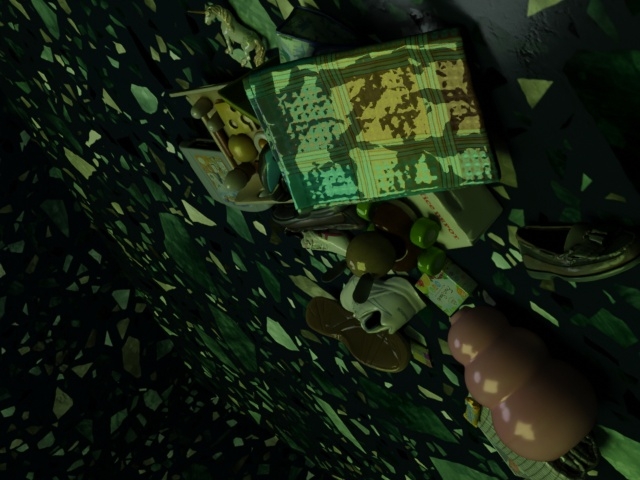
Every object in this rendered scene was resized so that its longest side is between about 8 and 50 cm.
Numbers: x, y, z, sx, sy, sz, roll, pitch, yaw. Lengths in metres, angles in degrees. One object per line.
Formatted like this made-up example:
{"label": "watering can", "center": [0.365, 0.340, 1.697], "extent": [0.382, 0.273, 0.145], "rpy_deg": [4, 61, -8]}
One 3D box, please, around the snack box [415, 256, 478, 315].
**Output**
{"label": "snack box", "center": [0.259, 0.092, 1.904], "extent": [0.100, 0.037, 0.141], "rpy_deg": [41, 157, 9]}

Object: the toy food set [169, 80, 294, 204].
{"label": "toy food set", "center": [-0.183, -0.210, 2.023], "extent": [0.219, 0.092, 0.306], "rpy_deg": [0, 130, 44]}

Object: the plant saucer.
{"label": "plant saucer", "center": [-0.056, -0.249, 1.661], "extent": [0.188, 0.188, 0.045], "rpy_deg": [35, 145, 24]}

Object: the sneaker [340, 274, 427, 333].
{"label": "sneaker", "center": [0.117, 0.148, 2.129], "extent": [0.111, 0.129, 0.297], "rpy_deg": [50, 159, -16]}

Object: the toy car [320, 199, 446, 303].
{"label": "toy car", "center": [0.098, 0.032, 1.612], "extent": [0.155, 0.188, 0.149], "rpy_deg": [28, 153, 37]}

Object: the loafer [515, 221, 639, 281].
{"label": "loafer", "center": [0.397, 0.010, 1.455], "extent": [0.084, 0.096, 0.267], "rpy_deg": [56, 158, -10]}

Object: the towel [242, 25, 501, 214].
{"label": "towel", "center": [0.079, -0.181, 1.473], "extent": [0.370, 0.040, 0.271], "rpy_deg": [-7, 122, 25]}

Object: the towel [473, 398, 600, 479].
{"label": "towel", "center": [0.461, 0.415, 1.999], "extent": [0.283, 0.121, 0.235], "rpy_deg": [43, 166, 19]}

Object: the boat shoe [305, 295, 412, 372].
{"label": "boat shoe", "center": [0.113, 0.229, 2.326], "extent": [0.341, 0.122, 0.110], "rpy_deg": [29, -170, 41]}

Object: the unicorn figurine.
{"label": "unicorn figurine", "center": [-0.168, -0.400, 1.793], "extent": [0.162, 0.060, 0.111], "rpy_deg": [23, 152, 11]}

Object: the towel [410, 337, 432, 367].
{"label": "towel", "center": [0.249, 0.279, 2.280], "extent": [0.060, 0.009, 0.083], "rpy_deg": [29, 152, 37]}

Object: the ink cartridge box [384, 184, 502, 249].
{"label": "ink cartridge box", "center": [0.188, -0.073, 1.659], "extent": [0.172, 0.100, 0.237], "rpy_deg": [50, 158, -12]}

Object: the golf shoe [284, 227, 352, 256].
{"label": "golf shoe", "center": [0.000, 0.000, 2.138], "extent": [0.186, 0.086, 0.067], "rpy_deg": [29, 151, 33]}

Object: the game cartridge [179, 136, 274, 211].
{"label": "game cartridge", "center": [-0.225, -0.162, 2.298], "extent": [0.297, 0.062, 0.198], "rpy_deg": [12, 137, 53]}

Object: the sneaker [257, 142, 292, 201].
{"label": "sneaker", "center": [-0.062, -0.157, 1.783], "extent": [0.140, 0.125, 0.341], "rpy_deg": [52, -170, 11]}

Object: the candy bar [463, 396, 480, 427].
{"label": "candy bar", "center": [0.327, 0.369, 1.990], "extent": [0.040, 0.018, 0.161], "rpy_deg": [45, 168, 22]}

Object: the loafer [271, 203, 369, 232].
{"label": "loafer", "center": [-0.005, -0.052, 2.037], "extent": [0.095, 0.109, 0.302], "rpy_deg": [49, 155, -20]}

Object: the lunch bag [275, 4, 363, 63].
{"label": "lunch bag", "center": [0.006, -0.313, 1.587], "extent": [0.151, 0.096, 0.129], "rpy_deg": [21, 148, 18]}

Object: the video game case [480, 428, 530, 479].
{"label": "video game case", "center": [0.489, 0.517, 2.252], "extent": [0.201, 0.023, 0.183], "rpy_deg": [52, 157, -17]}

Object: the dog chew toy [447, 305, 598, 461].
{"label": "dog chew toy", "center": [0.379, 0.264, 1.798], "extent": [0.332, 0.206, 0.206], "rpy_deg": [50, 159, 12]}
